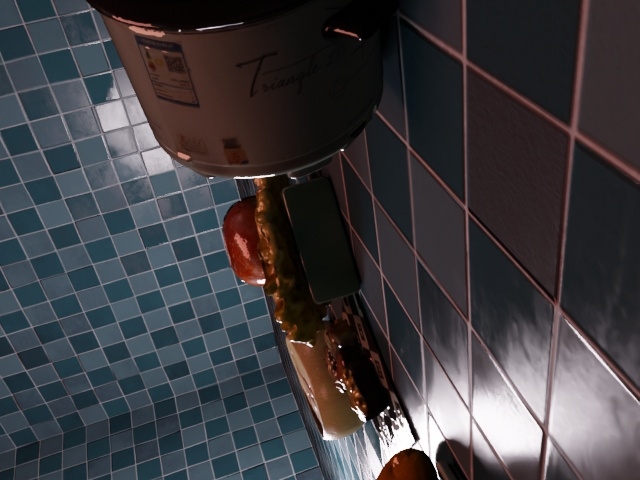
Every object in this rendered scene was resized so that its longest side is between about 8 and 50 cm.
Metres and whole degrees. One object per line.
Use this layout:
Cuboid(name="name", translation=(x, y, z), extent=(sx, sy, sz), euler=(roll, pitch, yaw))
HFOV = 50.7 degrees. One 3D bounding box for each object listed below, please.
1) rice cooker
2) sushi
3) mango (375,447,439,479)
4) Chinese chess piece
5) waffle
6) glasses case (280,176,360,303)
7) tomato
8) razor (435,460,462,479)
Cuboid(name="rice cooker", translation=(-0.062, -0.195, 0.570), extent=(0.281, 0.241, 0.227), euler=(27, 150, 29))
Cuboid(name="sushi", translation=(0.061, 0.243, 1.150), extent=(0.294, 0.059, 0.292), euler=(92, 159, -61))
Cuboid(name="mango", translation=(0.122, 0.361, 0.901), extent=(0.084, 0.105, 0.159), euler=(34, -134, -63))
Cuboid(name="Chinese chess piece", translation=(0.012, 0.289, 1.415), extent=(0.250, 0.103, 0.249), euler=(161, 90, -80))
Cuboid(name="waffle", translation=(-0.041, 0.030, 1.139), extent=(0.312, 0.060, 0.307), euler=(31, -134, -71))
Cuboid(name="glasses case", translation=(0.000, 0.000, 1.030), extent=(0.039, 0.078, 0.184), euler=(171, 82, -84))
Cuboid(name="tomato", translation=(-0.119, 0.005, 1.573), extent=(0.155, 0.181, 0.214), euler=(11, 127, 60))
Cuboid(name="razor", translation=(0.171, 0.369, 0.806), extent=(0.084, 0.036, 0.211), euler=(-121, 17, -64))
